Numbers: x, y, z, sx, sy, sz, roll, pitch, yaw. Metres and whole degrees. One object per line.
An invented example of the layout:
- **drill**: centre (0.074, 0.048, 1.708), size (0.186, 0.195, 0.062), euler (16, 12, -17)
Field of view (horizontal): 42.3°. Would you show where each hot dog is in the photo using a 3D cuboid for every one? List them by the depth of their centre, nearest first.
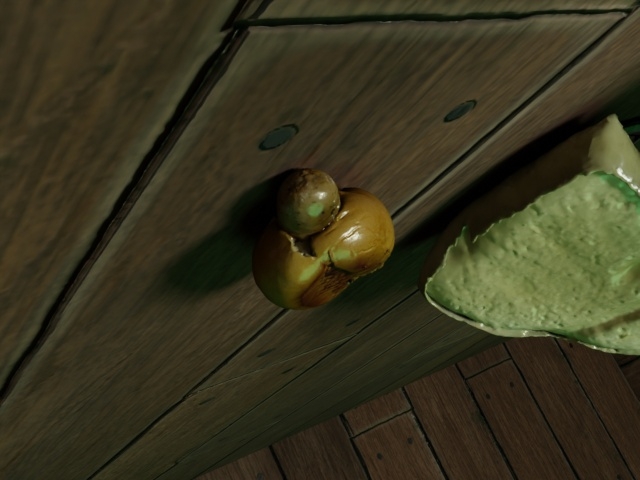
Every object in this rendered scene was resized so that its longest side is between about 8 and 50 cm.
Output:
- **hot dog**: centre (-0.002, 0.001, 0.490), size (0.089, 0.060, 0.140), euler (-33, 171, 8)

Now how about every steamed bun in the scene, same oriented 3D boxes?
- **steamed bun**: centre (0.218, 0.009, 0.697), size (0.231, 0.212, 0.110), euler (-37, -155, 44)

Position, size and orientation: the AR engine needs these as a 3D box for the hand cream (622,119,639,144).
- **hand cream**: centre (0.203, -0.025, 0.788), size (0.079, 0.050, 0.275), euler (-47, 176, -39)
